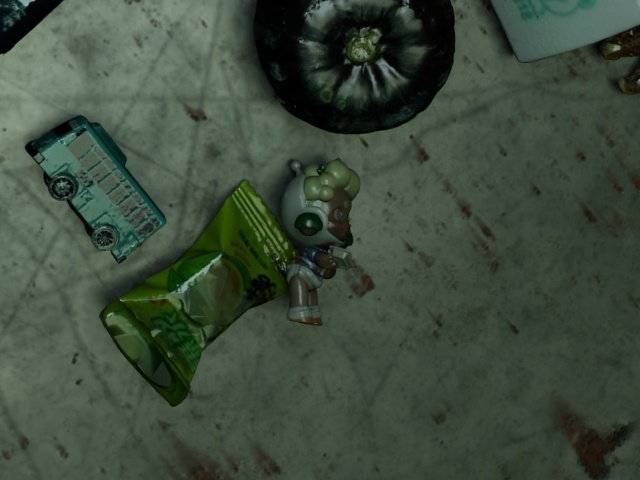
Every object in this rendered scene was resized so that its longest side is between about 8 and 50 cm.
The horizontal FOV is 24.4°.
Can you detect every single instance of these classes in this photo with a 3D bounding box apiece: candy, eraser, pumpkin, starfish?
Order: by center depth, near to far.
[{"bbox_3d":[0.039,-0.233,1.665,0.233,0.163,0.233,-2,109,-7],"label":"pumpkin"},{"bbox_3d":[0.254,-0.364,1.702,0.189,0.104,0.290,-18,110,30],"label":"eraser"},{"bbox_3d":[-0.131,0.062,1.726,0.246,0.069,0.149,-42,111,-14],"label":"candy"},{"bbox_3d":[0.457,-0.269,1.834,0.238,0.071,0.216,-40,115,6],"label":"starfish"}]

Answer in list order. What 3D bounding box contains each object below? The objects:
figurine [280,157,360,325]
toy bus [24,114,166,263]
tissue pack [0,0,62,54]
[{"bbox_3d":[0.001,-0.001,1.723,0.094,0.147,0.197,-6,80,17],"label":"figurine"},{"bbox_3d":[-0.251,-0.063,1.661,0.092,0.079,0.160,-39,110,-5],"label":"toy bus"},{"bbox_3d":[-0.275,-0.405,1.486,0.416,0.264,0.253,-43,110,-4],"label":"tissue pack"}]
